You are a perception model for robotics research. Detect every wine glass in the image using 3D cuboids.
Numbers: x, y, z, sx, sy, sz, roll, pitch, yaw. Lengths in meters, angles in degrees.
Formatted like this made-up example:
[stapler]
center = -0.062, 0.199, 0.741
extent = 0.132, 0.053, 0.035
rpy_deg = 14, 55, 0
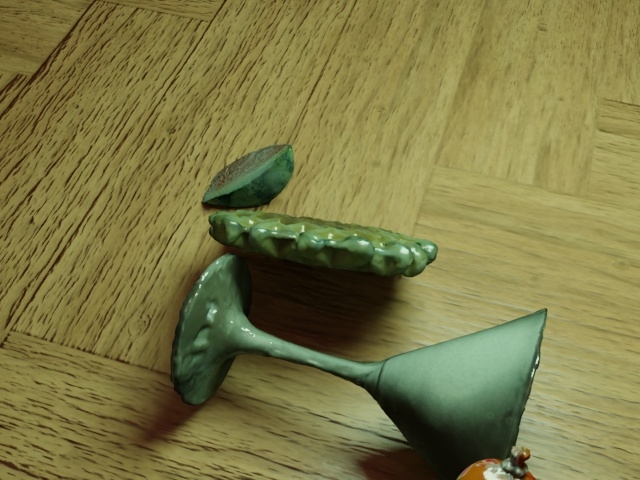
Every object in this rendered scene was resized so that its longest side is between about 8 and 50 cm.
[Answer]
[wine glass]
center = 0.045, 0.160, 0.983
extent = 0.406, 0.267, 0.267
rpy_deg = 13, 52, 17

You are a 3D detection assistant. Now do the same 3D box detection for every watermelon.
[watermelon]
center = -0.102, -0.103, 1.281
extent = 0.180, 0.081, 0.094
rpy_deg = -11, 65, 36

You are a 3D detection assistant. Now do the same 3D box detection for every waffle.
[waffle]
center = 0.000, 0.000, 1.108
extent = 0.310, 0.292, 0.056
rpy_deg = 9, 95, -4

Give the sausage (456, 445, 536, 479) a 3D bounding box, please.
[sausage]
center = 0.139, 0.332, 0.798
extent = 0.093, 0.312, 0.093
rpy_deg = 14, 19, -5
